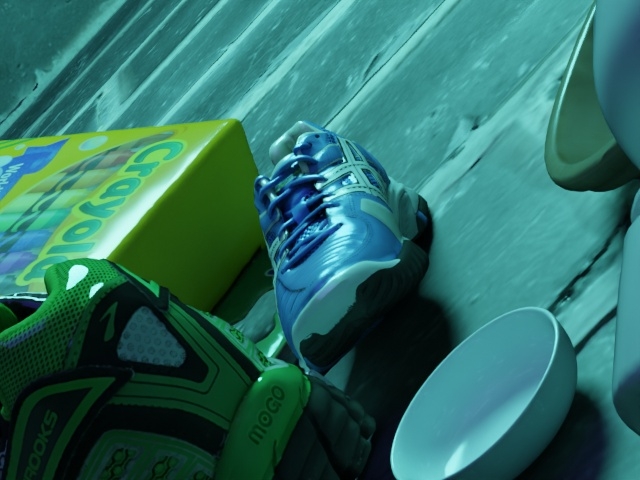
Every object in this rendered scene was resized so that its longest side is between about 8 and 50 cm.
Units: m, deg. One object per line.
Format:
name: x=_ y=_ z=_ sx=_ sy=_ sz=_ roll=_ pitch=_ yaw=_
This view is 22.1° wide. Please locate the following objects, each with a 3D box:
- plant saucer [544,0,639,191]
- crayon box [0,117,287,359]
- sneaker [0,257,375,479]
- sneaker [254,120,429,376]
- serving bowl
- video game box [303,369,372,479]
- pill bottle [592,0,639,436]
plant saucer: x=0.171 y=-0.136 z=0.627 sx=0.278 sy=0.041 sz=0.278 roll=-62 pitch=5 yaw=9
crayon box: x=-0.166 y=0.022 z=0.884 sx=0.322 sy=0.083 sz=0.203 roll=-3 pitch=30 yaw=27
sneaker: x=-0.128 y=0.085 z=0.664 sx=0.343 sy=0.146 sz=0.134 roll=-29 pitch=24 yaw=48
sneaker: x=0.000 y=0.000 z=0.777 sx=0.080 sy=0.081 sz=0.211 roll=-43 pitch=10 yaw=11
serving bowl: x=0.064 y=0.064 z=0.600 sx=0.083 sy=0.027 sz=0.083 roll=-43 pitch=17 yaw=16
video game box: x=-0.076 y=0.168 z=0.683 sx=0.187 sy=0.048 sz=0.205 roll=-37 pitch=19 yaw=38
pill bottle: x=0.149 y=-0.089 z=0.380 sx=0.160 sy=0.160 sz=0.283 roll=-21 pitch=55 yaw=57
